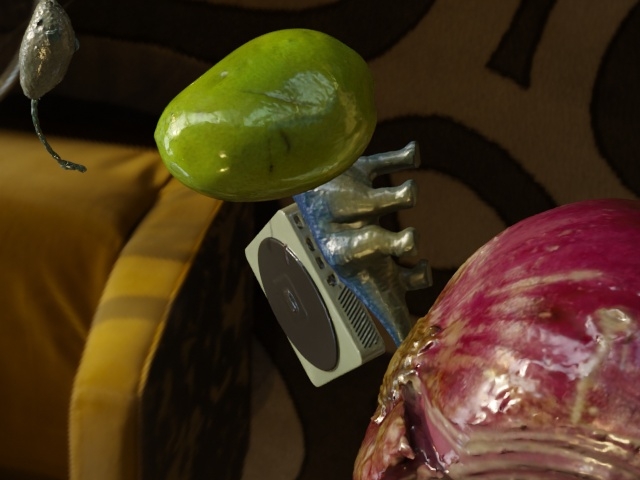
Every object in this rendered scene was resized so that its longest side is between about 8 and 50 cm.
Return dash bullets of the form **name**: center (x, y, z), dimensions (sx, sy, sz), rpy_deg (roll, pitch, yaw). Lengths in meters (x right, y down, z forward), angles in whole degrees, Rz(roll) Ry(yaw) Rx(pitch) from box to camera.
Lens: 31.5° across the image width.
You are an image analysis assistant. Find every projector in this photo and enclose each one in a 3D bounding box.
- **projector**: center (-0.008, 0.085, 1.756), dimensions (0.257, 0.079, 0.259), rpy_deg (61, 159, 6)

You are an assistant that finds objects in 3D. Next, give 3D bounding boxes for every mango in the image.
- **mango**: center (-0.032, -0.082, 0.804), dimensions (0.117, 0.163, 0.089), rpy_deg (44, 155, 11)

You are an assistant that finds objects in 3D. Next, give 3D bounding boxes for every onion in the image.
- **onion**: center (0.159, 0.090, 0.642), dimensions (0.272, 0.256, 0.230), rpy_deg (16, 118, -22)

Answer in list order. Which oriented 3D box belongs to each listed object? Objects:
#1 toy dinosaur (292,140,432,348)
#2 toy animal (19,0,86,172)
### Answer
- **toy dinosaur**: center (0.000, 0.000, 0.972), dimensions (0.188, 0.075, 0.248), rpy_deg (-6, 97, 18)
- **toy animal**: center (-0.386, -0.214, 1.613), dimensions (0.079, 0.070, 0.253), rpy_deg (13, 114, 24)
